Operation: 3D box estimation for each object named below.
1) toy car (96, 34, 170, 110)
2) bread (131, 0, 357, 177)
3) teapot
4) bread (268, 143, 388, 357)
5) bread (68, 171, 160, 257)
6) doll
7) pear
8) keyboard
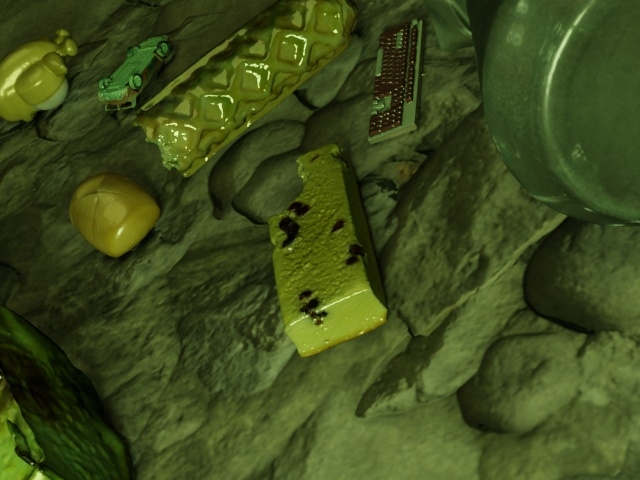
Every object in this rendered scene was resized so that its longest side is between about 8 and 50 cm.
[{"bbox_3d":[-0.222,-0.207,1.473,0.059,0.035,0.122,-3,39,36],"label":"toy car"},{"bbox_3d":[-0.073,-0.178,1.283,0.269,0.098,0.087,-39,79,-3],"label":"bread"},{"bbox_3d":[0.222,-0.202,0.941,0.300,0.253,0.344,-54,28,18],"label":"teapot"},{"bbox_3d":[0.000,0.000,1.065,0.088,0.049,0.226,-27,37,11],"label":"bread"},{"bbox_3d":[-0.221,-0.034,1.267,0.082,0.056,0.115,-42,37,-7],"label":"bread"},{"bbox_3d":[-0.423,-0.162,1.539,0.291,0.086,0.117,-40,41,-2],"label":"doll"},{"bbox_3d":[-0.296,0.211,0.986,0.255,0.164,0.238,-42,47,0],"label":"pear"},{"bbox_3d":[0.077,-0.162,1.206,0.055,0.017,0.165,-16,41,24],"label":"keyboard"}]
